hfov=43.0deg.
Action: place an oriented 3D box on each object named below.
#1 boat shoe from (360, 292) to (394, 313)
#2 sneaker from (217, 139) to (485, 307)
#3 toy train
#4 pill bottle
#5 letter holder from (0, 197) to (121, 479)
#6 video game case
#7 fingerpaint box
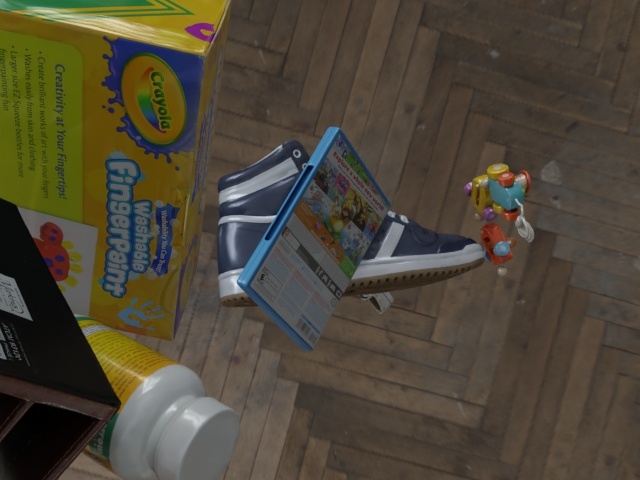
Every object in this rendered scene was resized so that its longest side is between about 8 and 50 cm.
[{"bbox_3d":[0.072,0.074,1.227,0.035,0.035,0.100,-52,124,-17],"label":"boat shoe"},{"bbox_3d":[0.029,-0.022,0.830,0.282,0.099,0.153,-5,77,-17],"label":"sneaker"},{"bbox_3d":[0.231,-0.030,0.997,0.046,0.166,0.125,-21,79,-11],"label":"toy train"},{"bbox_3d":[-0.184,0.158,0.776,0.208,0.117,0.118,21,86,27],"label":"pill bottle"},{"bbox_3d":[-0.343,0.099,0.693,0.214,0.152,0.302,-49,50,7],"label":"letter holder"},{"bbox_3d":[0.000,0.000,0.723,0.015,0.119,0.166,13,64,39],"label":"video game case"},{"bbox_3d":[-0.323,-0.111,0.991,0.371,0.163,0.445,12,131,-3],"label":"fingerpaint box"}]
